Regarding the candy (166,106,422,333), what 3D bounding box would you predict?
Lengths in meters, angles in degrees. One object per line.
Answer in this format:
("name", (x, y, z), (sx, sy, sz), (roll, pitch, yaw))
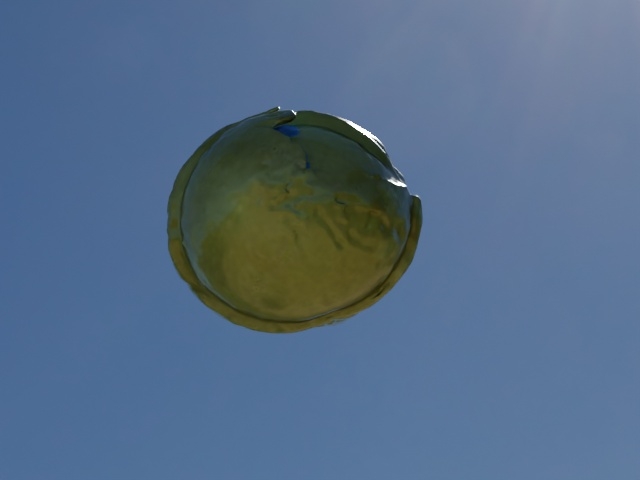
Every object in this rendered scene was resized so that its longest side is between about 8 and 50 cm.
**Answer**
("candy", (0.000, 0.000, 0.774), (0.093, 0.092, 0.335), (-43, -7, 2))
